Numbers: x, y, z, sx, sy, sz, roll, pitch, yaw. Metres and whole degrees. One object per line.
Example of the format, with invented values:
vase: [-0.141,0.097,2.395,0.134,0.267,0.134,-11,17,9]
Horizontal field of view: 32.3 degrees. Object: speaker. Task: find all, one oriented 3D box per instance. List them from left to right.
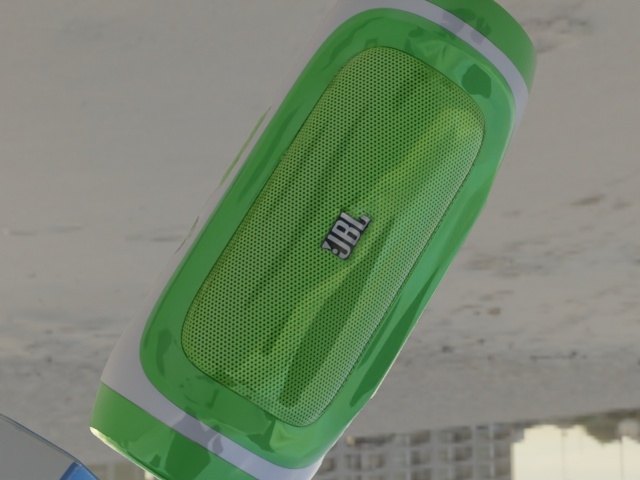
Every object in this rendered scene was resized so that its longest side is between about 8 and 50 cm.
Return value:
speaker: [0.000,0.000,0.600,0.131,0.296,0.131,30,170,6]

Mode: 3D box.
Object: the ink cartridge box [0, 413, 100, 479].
ink cartridge box: [-0.098,0.135,0.400,0.052,0.088,0.122,18,152,34]
